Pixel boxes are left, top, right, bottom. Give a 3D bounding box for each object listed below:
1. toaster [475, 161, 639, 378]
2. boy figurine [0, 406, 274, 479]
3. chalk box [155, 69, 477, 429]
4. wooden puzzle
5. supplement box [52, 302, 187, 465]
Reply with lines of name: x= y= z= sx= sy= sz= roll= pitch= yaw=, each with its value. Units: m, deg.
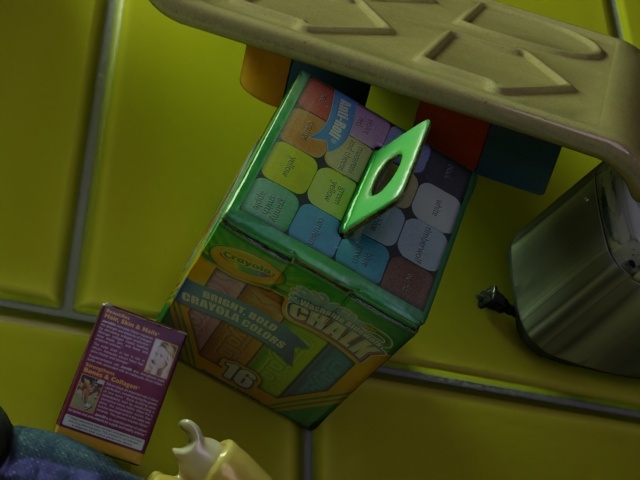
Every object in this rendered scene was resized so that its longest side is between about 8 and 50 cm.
toaster: x=0.247 y=0.020 z=0.800 sx=0.227 sy=0.146 sz=0.129 roll=12 pitch=55 yaw=-18
boy figurine: x=-0.073 y=0.194 z=0.564 sx=0.285 sy=0.092 sz=0.177 roll=27 pitch=75 yaw=-6
chalk box: x=0.000 y=0.000 z=0.652 sx=0.132 sy=0.213 sz=0.132 roll=30 pitch=52 yaw=-5
wooden puzzle: x=0.076 y=-0.134 z=0.778 sx=0.348 sy=0.080 sz=0.322 roll=24 pitch=26 yaw=8
supplement box: x=-0.121 y=0.086 z=0.633 sx=0.055 sy=0.043 sz=0.083 roll=22 pitch=75 yaw=-11
